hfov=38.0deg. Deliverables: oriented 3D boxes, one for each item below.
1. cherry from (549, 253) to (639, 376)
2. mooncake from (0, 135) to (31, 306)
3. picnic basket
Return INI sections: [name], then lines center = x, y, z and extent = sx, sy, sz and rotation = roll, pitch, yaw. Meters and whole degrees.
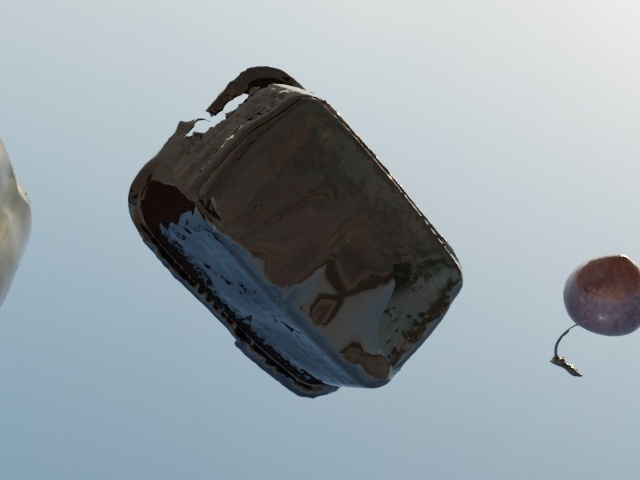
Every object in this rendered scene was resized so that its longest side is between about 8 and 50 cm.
[cherry]
center = 0.356, 0.099, 1.179
extent = 0.107, 0.225, 0.090
rotation = 8, -131, 9
[mooncake]
center = -0.577, -0.023, 1.033
extent = 0.467, 0.467, 0.262
rotation = -1, -142, 9
[picnic basket]
center = 0.000, 0.000, 0.814
extent = 0.222, 0.297, 0.129
rotation = -48, -156, -15
